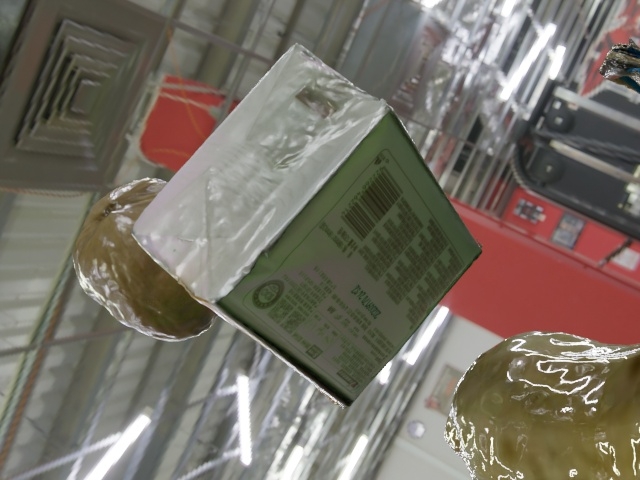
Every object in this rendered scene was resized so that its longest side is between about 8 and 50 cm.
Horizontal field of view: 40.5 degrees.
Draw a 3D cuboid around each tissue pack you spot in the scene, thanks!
[{"bbox_3d":[0.000,0.000,0.670,0.185,0.124,0.225,-47,-37,-3],"label":"tissue pack"}]

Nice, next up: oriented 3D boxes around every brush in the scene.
[{"bbox_3d":[0.181,-0.031,0.328,0.014,0.164,0.051,-61,-9,12],"label":"brush"}]

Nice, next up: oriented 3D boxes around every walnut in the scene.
[{"bbox_3d":[-0.162,0.020,0.851,0.149,0.166,0.166,-27,-18,6],"label":"walnut"}]

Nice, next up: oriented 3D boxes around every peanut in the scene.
[{"bbox_3d":[0.149,0.085,0.386,0.125,0.111,0.274,-25,6,-24],"label":"peanut"}]
